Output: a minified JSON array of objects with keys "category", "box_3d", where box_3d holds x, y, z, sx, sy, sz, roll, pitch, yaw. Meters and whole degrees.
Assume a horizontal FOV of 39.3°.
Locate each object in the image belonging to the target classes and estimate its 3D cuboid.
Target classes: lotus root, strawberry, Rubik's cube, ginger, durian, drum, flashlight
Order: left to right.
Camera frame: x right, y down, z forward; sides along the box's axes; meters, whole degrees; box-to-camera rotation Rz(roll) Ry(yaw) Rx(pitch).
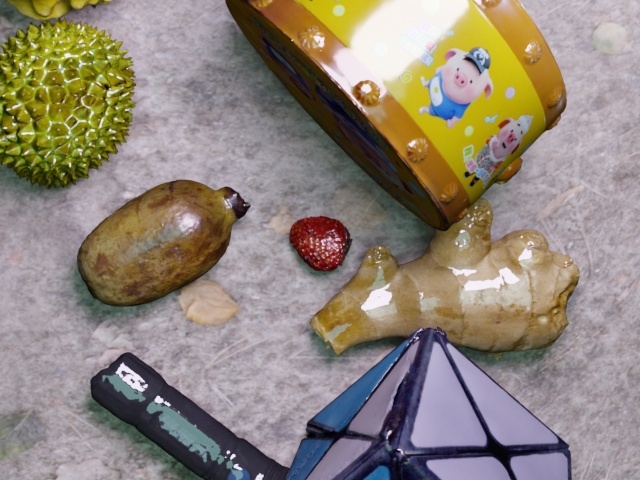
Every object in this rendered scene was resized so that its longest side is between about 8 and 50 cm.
[{"category":"durian","box_3d":[-0.353,-0.190,1.219,0.200,0.176,0.237,22,81,-27]},{"category":"lotus root","box_3d":[-0.219,-0.001,1.266,0.260,0.128,0.145,-28,111,2]},{"category":"flashlight","box_3d":[-0.152,0.312,1.316,0.424,0.103,0.103,39,90,-7]},{"category":"strawberry","box_3d":[0.000,0.000,1.316,0.096,0.083,0.083,18,94,22]},{"category":"drum","box_3d":[0.087,-0.231,1.134,0.214,0.431,0.431,-43,98,0]},{"category":"Rubik's cube","box_3d":[0.127,0.355,1.202,0.310,0.307,0.305,42,119,-8]},{"category":"ginger","box_3d":[0.181,0.068,1.290,0.375,0.166,0.236,-3,128,-14]}]

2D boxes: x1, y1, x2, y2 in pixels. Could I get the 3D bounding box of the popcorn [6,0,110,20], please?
[{"category":"popcorn","box_3d":[-0.331,-0.404,1.143,0.249,0.225,0.249,-9,70,27]}]
